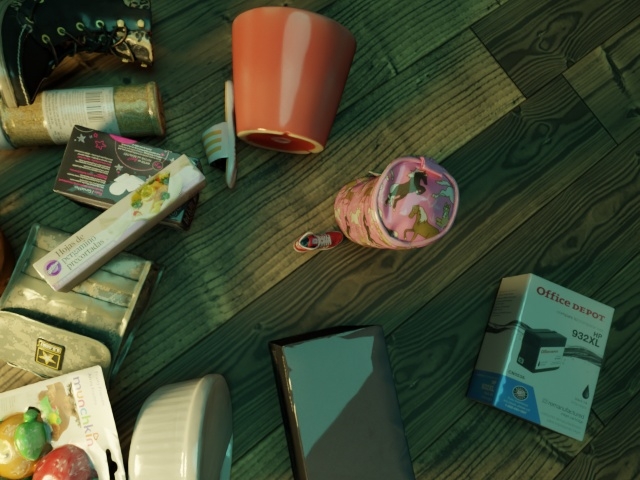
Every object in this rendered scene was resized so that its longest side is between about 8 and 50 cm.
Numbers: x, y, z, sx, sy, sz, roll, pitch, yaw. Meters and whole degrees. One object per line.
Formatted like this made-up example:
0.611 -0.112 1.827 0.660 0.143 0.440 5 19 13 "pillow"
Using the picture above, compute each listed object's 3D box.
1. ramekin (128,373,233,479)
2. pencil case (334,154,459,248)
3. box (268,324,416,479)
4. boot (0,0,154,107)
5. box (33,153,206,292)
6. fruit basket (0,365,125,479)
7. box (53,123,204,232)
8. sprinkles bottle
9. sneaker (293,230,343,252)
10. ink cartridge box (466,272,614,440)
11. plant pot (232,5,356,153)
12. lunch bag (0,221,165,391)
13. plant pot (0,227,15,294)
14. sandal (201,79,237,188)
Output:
-0.251 0.389 0.889 0.127 0.273 0.272 -2 80 1 "ramekin"
0.134 -0.069 0.962 0.160 0.386 0.167 -16 95 -7 "pencil case"
0.028 0.344 0.910 0.179 0.312 0.342 -10 82 -11 "box"
-0.497 -0.414 0.996 0.285 0.138 0.377 -1 50 -18 "boot"
-0.353 -0.033 0.873 0.324 0.067 0.063 -41 90 -14 "box"
-0.486 0.414 0.830 0.353 0.165 0.326 -18 82 24 "fruit basket"
-0.385 -0.117 1.001 0.248 0.163 0.142 15 80 -7 "box"
-0.523 -0.266 1.026 0.356 0.121 0.121 -7 81 -11 "sprinkles bottle"
0.000 0.000 1.092 0.119 0.067 0.042 -14 83 -12 "sneaker"
0.502 0.258 1.098 0.223 0.129 0.307 23 77 -4 "ink cartridge box"
-0.071 -0.330 1.054 0.275 0.275 0.243 8 88 -8 "plant pot"
-0.479 0.139 0.941 0.236 0.169 0.286 21 83 -5 "lunch bag"
-0.722 0.039 0.896 0.291 0.203 0.290 2 79 -9 "plant pot"
-0.229 -0.238 1.088 0.076 0.102 0.265 -2 72 -9 "sandal"
